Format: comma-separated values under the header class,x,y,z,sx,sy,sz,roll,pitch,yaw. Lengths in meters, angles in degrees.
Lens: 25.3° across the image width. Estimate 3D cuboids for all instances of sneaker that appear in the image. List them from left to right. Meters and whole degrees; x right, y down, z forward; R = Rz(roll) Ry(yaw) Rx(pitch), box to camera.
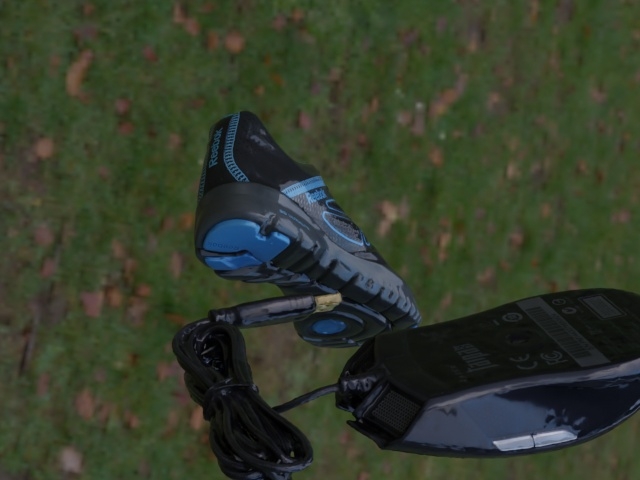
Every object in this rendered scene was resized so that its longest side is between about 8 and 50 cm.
class,x,y,z,sx,sy,sz,roll,pitch,yaw
sneaker,0.000,0.000,1.354,0.341,0.125,0.140,44,36,-53

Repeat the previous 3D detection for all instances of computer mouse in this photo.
class,x,y,z,sx,sy,sz,roll,pitch,yaw
computer mouse,0.052,0.072,0.761,0.262,0.184,0.060,-13,113,-19
